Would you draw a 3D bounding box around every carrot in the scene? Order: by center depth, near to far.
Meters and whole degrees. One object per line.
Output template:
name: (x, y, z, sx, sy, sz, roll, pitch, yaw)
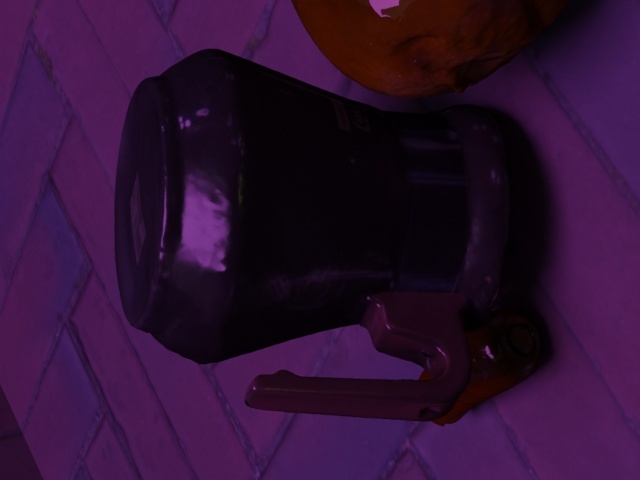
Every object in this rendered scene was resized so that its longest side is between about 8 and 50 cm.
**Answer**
carrot: (0.156, 0.130, 1.724, 0.193, 0.087, 0.087, -40, 66, 55)

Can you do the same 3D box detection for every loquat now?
loquat: (0.088, -0.272, 1.516, 0.284, 0.276, 0.276, 61, 146, 4)

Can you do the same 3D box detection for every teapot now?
teapot: (0.000, 0.000, 1.624, 0.305, 0.361, 0.376, 113, 153, -51)
